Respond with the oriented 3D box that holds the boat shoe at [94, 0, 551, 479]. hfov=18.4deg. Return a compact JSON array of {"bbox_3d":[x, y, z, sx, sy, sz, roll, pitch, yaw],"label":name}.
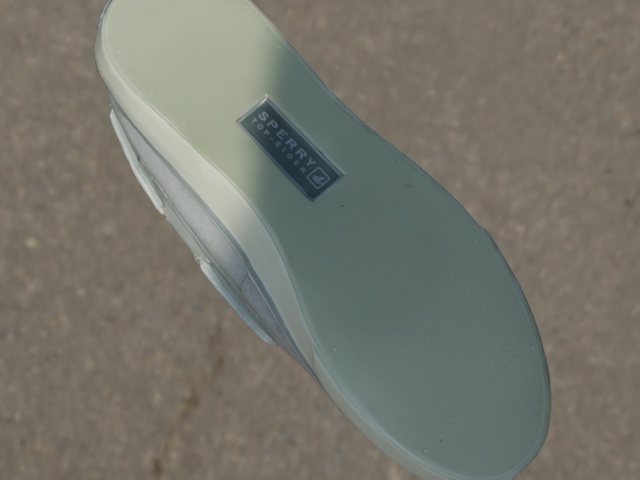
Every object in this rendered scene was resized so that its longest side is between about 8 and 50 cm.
[{"bbox_3d":[-0.001,0.000,0.725,0.079,0.081,0.227,-35,78,-17],"label":"boat shoe"}]
